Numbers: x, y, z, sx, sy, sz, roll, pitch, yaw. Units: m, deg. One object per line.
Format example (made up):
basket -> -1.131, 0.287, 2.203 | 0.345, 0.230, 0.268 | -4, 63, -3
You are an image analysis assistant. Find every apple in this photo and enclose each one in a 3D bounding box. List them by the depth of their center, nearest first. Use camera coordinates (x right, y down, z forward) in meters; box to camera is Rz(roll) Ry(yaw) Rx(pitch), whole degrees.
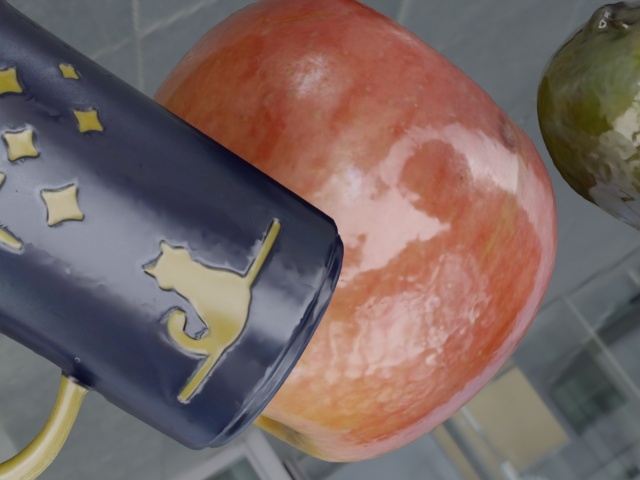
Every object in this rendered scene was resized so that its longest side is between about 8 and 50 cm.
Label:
apple -> 0.000, 0.000, 1.084 | 0.364, 0.364, 0.364 | -31, 162, -12

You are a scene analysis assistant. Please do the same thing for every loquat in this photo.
loquat -> 0.225, -0.072, 0.844 | 0.152, 0.152, 0.195 | -39, 118, 12

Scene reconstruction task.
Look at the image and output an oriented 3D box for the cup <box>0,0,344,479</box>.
cup -> -0.152, 0.027, 0.793 | 0.255, 0.256, 0.178 | -53, -170, 19
